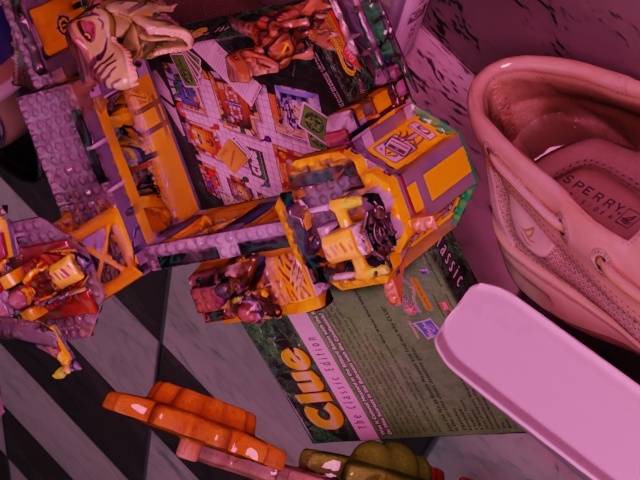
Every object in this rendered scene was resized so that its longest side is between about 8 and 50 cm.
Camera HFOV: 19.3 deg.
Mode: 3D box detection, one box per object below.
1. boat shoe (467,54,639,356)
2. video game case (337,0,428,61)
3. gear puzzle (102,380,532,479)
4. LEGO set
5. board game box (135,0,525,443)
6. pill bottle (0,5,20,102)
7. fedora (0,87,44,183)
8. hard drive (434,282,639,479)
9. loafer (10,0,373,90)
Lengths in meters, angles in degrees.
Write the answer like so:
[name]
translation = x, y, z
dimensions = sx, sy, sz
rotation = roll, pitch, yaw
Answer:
[boat shoe]
translation = 0.160, 0.002, 0.705
dimensions = 0.302, 0.109, 0.098
rotation = 31, 155, 52
[video game case]
translation = -0.017, -0.183, 0.854
dimensions = 0.190, 0.022, 0.173
rotation = 45, 159, 11
[gear puzzle]
translation = 0.029, 0.116, 0.947
dimensions = 0.339, 0.044, 0.175
rotation = 23, 171, -39
[LEGO set]
translation = -0.100, -0.082, 0.767
dimensions = 0.255, 0.192, 0.331
rotation = -1, 112, 34
[board game box]
translation = 0.000, 0.000, 0.937
dimensions = 0.136, 0.030, 0.259
rotation = -8, 126, 32
[pill bottle]
translation = -0.275, -0.207, 1.152
dimensions = 0.153, 0.153, 0.264
rotation = 32, 154, 39
[fedora]
translation = -0.361, -0.143, 1.442
dimensions = 0.334, 0.152, 0.334
rotation = 41, 158, 21
[hard drive]
translation = 0.179, 0.129, 0.823
dimensions = 0.203, 0.040, 0.307
rotation = 37, 179, 29
[loafer]
translation = -0.108, -0.108, 1.010
dimensions = 0.366, 0.130, 0.134
rotation = 42, 159, 11
